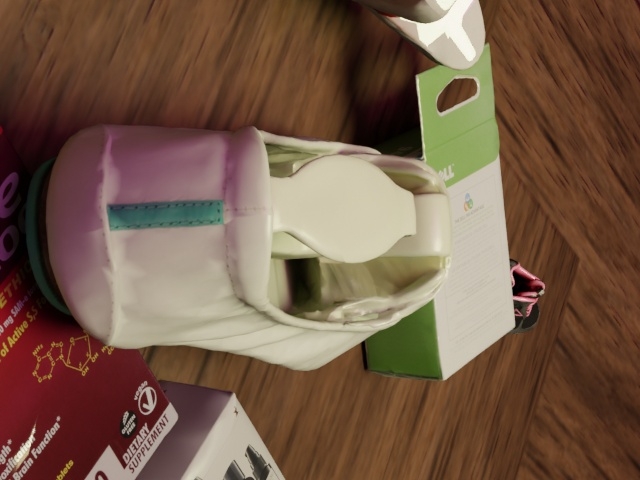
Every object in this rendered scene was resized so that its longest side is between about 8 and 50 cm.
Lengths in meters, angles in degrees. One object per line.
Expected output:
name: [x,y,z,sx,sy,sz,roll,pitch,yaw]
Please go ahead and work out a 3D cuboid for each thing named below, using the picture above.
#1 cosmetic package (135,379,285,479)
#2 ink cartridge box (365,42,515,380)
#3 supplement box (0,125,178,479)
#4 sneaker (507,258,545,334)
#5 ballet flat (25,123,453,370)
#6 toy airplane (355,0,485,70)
cosmetic package: [-0.103,0.197,0.830,0.239,0.060,0.099,-59,137,-33]
ink cartridge box: [0.075,-0.022,1.066,0.109,0.062,0.209,-28,116,-52]
supplement box: [-0.167,0.044,0.703,0.130,0.073,0.239,-57,136,-35]
sneaker: [0.148,0.042,1.189,0.119,0.057,0.047,38,61,-53]
ballet flat: [0.000,0.000,0.825,0.400,0.139,0.139,3,91,-69]
toy airplane: [0.131,-0.290,0.924,0.386,0.272,0.384,-18,99,-36]
